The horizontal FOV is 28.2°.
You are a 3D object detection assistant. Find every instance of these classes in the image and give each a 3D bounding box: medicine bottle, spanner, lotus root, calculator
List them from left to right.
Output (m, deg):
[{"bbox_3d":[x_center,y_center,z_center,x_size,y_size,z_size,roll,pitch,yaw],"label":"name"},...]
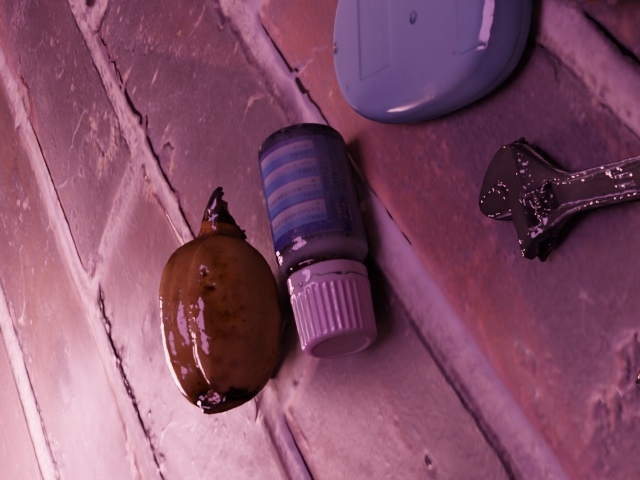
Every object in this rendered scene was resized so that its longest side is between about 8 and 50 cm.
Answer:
[{"bbox_3d":[-0.097,0.060,1.239,0.125,0.118,0.221,-12,70,24],"label":"lotus root"},{"bbox_3d":[0.000,0.000,1.117,0.083,0.083,0.203,-45,49,47],"label":"medicine bottle"},{"bbox_3d":[0.095,-0.195,1.027,0.303,0.042,0.188,-21,67,59],"label":"calculator"},{"bbox_3d":[0.197,-0.041,0.831,0.325,0.026,0.093,-14,75,63],"label":"spanner"}]

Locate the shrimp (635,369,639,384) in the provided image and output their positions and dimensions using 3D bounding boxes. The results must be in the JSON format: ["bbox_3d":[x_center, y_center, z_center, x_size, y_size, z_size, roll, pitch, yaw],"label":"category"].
[{"bbox_3d":[0.248,0.025,0.750,0.184,0.043,0.091,-60,32,25],"label":"shrimp"}]
